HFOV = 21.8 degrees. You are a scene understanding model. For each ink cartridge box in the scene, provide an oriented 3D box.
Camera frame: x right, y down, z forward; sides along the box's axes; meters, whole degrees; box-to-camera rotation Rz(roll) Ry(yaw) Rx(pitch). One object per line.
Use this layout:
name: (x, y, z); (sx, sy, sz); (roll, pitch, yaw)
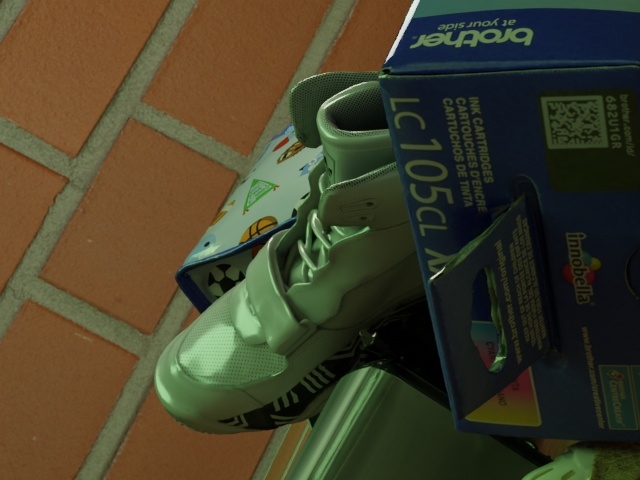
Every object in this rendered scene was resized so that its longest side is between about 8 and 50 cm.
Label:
ink cartridge box: (0.155, -0.065, 0.987); (0.395, 0.151, 0.270); (-68, -29, -48)

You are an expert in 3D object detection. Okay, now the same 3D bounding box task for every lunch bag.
lunch bag: (0.099, -0.033, 1.717); (0.385, 0.239, 0.328); (-28, 20, 30)

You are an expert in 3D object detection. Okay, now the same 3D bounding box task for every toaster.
toaster: (0.065, 0.164, 1.172); (0.110, 0.186, 0.168); (-58, 3, -15)

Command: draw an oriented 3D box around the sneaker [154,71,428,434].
sneaker: (0.000, 0.000, 1.237); (0.366, 0.210, 0.137); (-29, 46, 12)

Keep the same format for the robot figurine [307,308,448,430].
robot figurine: (0.079, 0.127, 1.420); (0.278, 0.209, 0.173); (138, 119, -78)

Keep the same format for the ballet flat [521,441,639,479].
ballet flat: (0.137, 0.176, 0.972); (0.206, 0.067, 0.073); (-63, 3, -18)
